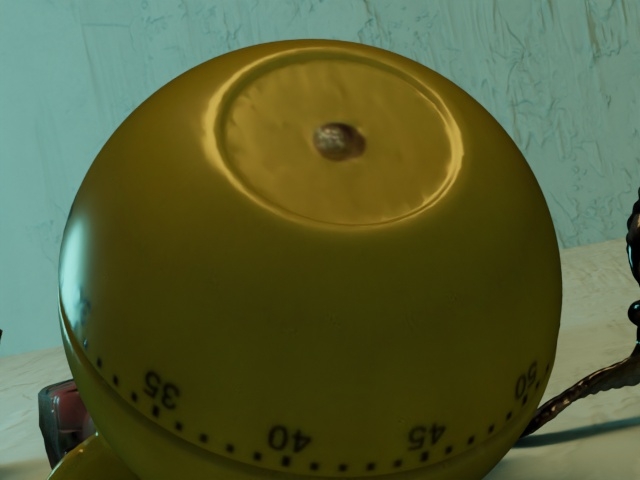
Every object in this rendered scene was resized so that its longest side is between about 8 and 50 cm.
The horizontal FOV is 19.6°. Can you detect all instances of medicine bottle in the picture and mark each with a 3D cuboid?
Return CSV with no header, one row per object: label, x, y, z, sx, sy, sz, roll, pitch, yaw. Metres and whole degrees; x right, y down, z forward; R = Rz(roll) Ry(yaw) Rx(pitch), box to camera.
medicine bottle,-0.192,0.174,1.730,0.119,0.094,0.188,-10,2,-17

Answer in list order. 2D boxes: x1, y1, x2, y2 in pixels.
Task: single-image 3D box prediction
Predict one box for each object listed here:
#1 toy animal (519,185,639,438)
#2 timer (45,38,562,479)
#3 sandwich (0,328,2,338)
toy animal,0.277,0.067,1.471,0.160,0.272,0.197,25,-12,-13
timer,-0.016,0.062,1.271,0.376,0.376,0.387,-12,-41,-22
sandwich,-0.381,0.164,1.881,0.220,0.108,0.186,19,27,28
